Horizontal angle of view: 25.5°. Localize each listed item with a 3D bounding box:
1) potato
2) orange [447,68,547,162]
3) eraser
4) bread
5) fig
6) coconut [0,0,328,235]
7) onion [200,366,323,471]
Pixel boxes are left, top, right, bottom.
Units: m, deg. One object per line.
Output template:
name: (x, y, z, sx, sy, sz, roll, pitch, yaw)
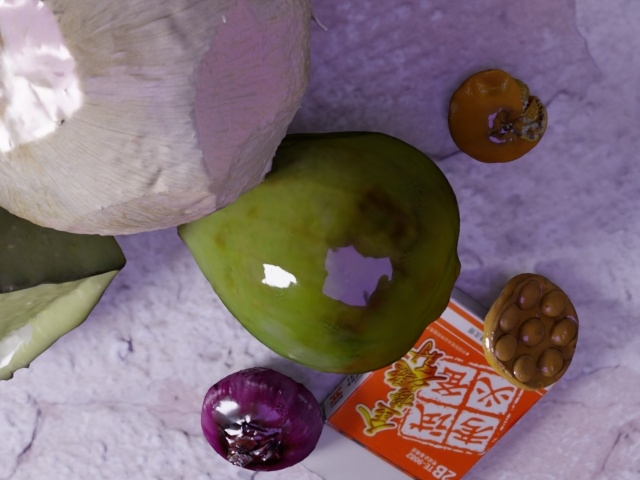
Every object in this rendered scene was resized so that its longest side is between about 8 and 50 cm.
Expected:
potato: (-0.373, 0.018, 1.144, 0.330, 0.212, 0.280, -8, 155, -43)
orange: (0.151, -0.102, 1.215, 0.086, 0.062, 0.086, -2, 120, -3)
eraser: (0.100, 0.162, 1.365, 0.157, 0.038, 0.230, 34, 109, -23)
bread: (0.195, 0.085, 1.314, 0.110, 0.024, 0.110, 0, 89, -28)
fig: (0.005, -0.001, 1.172, 0.230, 0.207, 0.207, 30, 111, -16)
coconut: (-0.151, -0.146, 1.019, 0.297, 0.254, 0.297, 4, 104, 16)
onion: (-0.057, 0.171, 1.314, 0.115, 0.104, 0.115, 10, 126, 14)
